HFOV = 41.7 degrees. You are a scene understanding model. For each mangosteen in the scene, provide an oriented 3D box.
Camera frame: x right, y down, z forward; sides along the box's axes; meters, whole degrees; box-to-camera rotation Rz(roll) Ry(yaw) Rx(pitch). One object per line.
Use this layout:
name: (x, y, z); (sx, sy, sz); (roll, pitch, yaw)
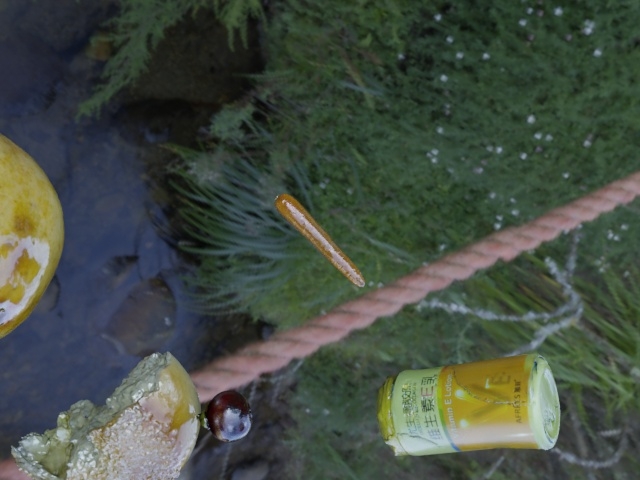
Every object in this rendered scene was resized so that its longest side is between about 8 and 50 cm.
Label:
mangosteen: (-0.143, 0.273, 1.295); (0.081, 0.081, 0.081); (-33, 143, -29)

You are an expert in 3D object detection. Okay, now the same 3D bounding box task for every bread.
bread: (-0.321, 0.334, 1.343); (0.314, 0.171, 0.192); (-28, 111, 12)

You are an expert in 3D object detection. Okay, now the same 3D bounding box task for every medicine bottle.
medicine bottle: (0.189, 0.223, 1.123); (0.124, 0.239, 0.124); (35, 49, -53)

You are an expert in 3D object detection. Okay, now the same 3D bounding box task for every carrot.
carrot: (0.000, 0.000, 1.652); (0.043, 0.248, 0.043); (-44, 179, 0)

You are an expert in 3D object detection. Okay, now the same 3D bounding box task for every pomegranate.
pomegranate: (-0.392, -0.012, 0.851); (0.260, 0.260, 0.260); (-33, 143, -29)
